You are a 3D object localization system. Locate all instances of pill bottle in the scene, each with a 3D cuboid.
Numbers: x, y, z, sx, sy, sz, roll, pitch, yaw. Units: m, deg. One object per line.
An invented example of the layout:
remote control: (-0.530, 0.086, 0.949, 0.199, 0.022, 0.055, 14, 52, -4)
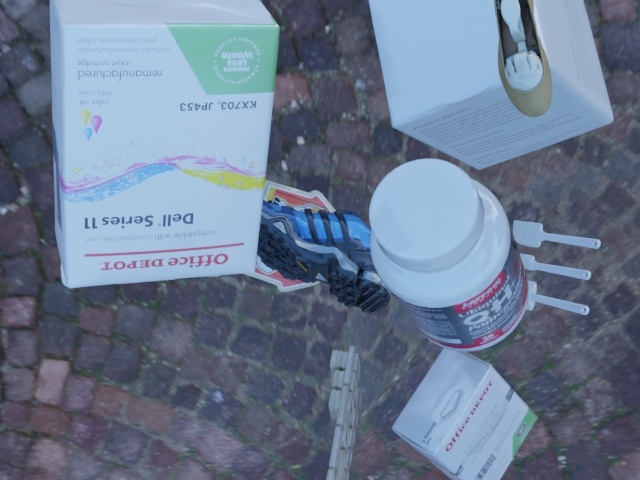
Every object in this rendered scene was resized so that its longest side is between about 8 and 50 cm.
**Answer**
pill bottle: (0.164, 0.020, 1.272, 0.177, 0.318, 0.176, -7, 66, 16)

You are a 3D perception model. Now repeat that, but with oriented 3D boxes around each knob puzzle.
knob puzzle: (-0.034, 0.003, 1.758, 0.213, 0.030, 0.213, -3, 101, -17)

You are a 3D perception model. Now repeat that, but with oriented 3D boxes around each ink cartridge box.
ink cartridge box: (-0.167, -0.073, 1.017, 0.207, 0.353, 0.119, -5, 34, -19)
ink cartridge box: (0.225, 0.280, 1.515, 0.093, 0.219, 0.160, 25, 75, 42)

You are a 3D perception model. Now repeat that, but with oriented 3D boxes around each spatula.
spatula: (0.428, 0.056, 1.838, 0.019, 0.242, 0.168, 7, 93, -28)

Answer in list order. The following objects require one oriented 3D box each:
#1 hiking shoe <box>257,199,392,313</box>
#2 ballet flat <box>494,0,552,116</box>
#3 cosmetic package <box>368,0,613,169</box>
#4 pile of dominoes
hiking shoe: (0.000, 0.000, 1.571, 0.304, 0.113, 0.132, 30, 57, 15)
ballet flat: (0.307, -0.305, 1.540, 0.080, 0.073, 0.232, -13, 93, 21)
cosmetic package: (0.348, -0.378, 1.997, 0.330, 0.394, 0.327, -18, 72, 29)
pile of dominoes: (0.018, 0.279, 1.361, 0.040, 0.196, 0.251, 6, 58, 9)
